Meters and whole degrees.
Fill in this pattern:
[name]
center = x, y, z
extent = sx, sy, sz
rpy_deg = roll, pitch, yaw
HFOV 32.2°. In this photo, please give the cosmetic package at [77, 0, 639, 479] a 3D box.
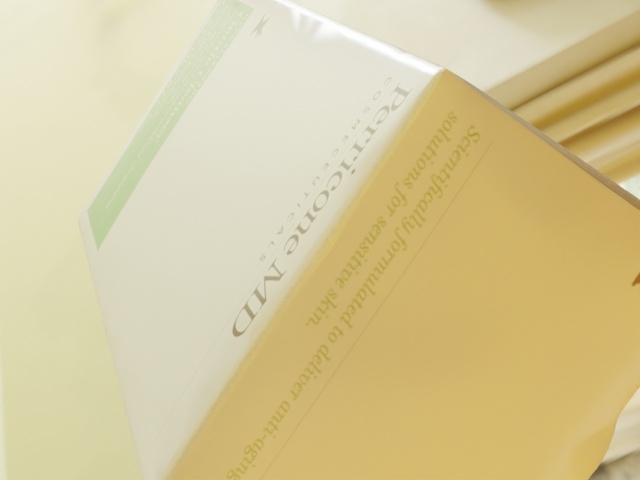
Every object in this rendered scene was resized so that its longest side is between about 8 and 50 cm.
[cosmetic package]
center = 0.000, 0.000, 0.564
extent = 0.155, 0.197, 0.365
rpy_deg = 32, -175, -22
